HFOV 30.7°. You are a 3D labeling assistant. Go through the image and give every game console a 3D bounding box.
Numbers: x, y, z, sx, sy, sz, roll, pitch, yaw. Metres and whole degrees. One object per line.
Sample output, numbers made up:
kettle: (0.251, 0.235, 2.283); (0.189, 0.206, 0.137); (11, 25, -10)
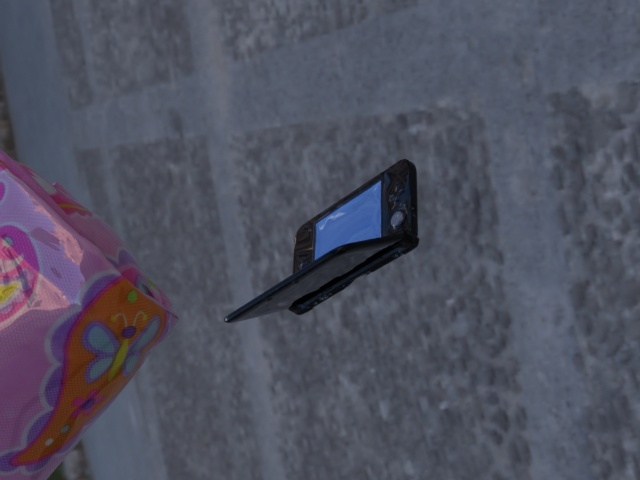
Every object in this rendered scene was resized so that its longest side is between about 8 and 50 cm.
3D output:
game console: (0.000, 0.000, 0.778); (0.122, 0.071, 0.107); (-32, 43, 39)

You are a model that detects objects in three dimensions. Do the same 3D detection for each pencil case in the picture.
pencil case: (-0.190, 0.095, 0.491); (0.124, 0.284, 0.124); (41, 174, 5)
